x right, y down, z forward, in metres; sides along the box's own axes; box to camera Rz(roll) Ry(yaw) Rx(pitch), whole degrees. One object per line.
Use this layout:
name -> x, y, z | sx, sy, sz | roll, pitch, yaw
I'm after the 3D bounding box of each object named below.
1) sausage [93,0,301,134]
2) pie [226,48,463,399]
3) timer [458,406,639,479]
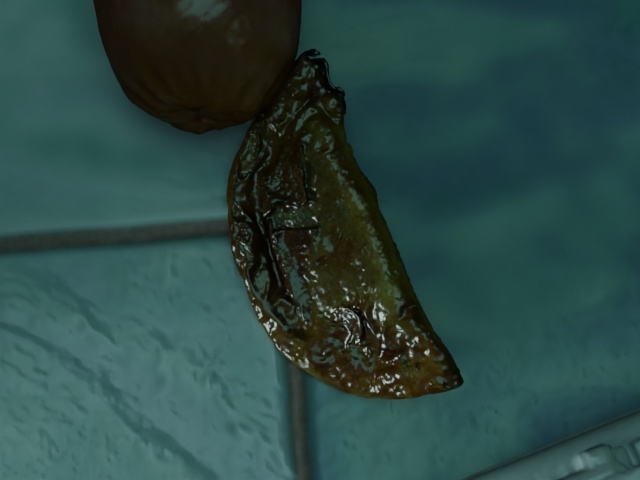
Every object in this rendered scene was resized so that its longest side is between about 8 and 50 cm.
sausage -> -0.069, -0.184, 0.722 | 0.114, 0.113, 0.259 | -6, 77, -5
pie -> -0.001, 0.002, 0.724 | 0.088, 0.033, 0.191 | -23, 81, 8
timer -> 0.182, 0.166, 0.675 | 0.253, 0.078, 0.178 | -21, 79, -7
